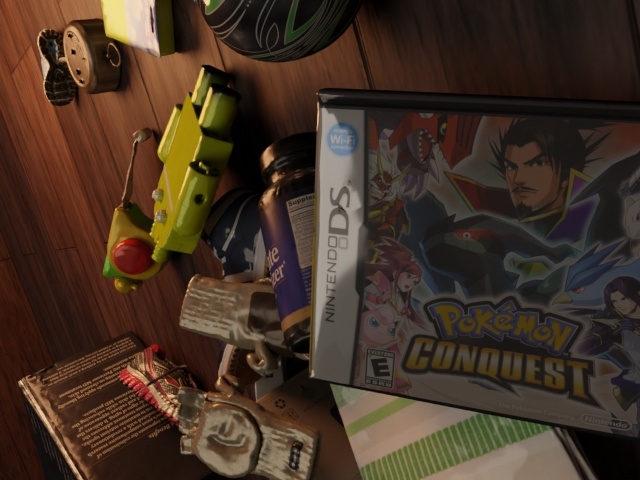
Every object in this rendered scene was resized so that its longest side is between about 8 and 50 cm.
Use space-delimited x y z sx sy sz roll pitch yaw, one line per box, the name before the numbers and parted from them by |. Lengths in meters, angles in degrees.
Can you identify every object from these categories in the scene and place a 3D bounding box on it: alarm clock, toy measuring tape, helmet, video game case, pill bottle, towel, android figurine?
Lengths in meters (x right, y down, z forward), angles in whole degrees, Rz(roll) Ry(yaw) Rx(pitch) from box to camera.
alarm clock | -0.409 -0.332 0.970 0.192 0.064 0.129 13 119 42
toy measuring tape | -0.323 -0.039 1.006 0.121 0.121 0.330 34 115 34
helmet | -0.037 -0.248 0.493 0.169 0.169 0.162 22 108 42
video game case | 0.127 0.017 0.412 0.274 0.035 0.248 7 108 15
pill bottle | 0.000 0.000 0.579 0.123 0.122 0.219 -43 55 51
towel | 0.131 0.221 0.506 0.248 0.038 0.325 -41 55 32
android figurine | -0.185 -0.097 0.743 0.273 0.056 0.248 -62 32 25

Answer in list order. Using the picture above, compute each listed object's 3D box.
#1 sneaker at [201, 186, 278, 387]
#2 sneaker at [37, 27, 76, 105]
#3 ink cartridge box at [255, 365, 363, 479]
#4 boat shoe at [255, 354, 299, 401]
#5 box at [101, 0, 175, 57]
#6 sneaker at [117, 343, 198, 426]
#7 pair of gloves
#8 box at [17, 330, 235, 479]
sneaker | -0.115 0.062 0.765 0.153 0.099 0.282 30 110 35
sneaker | -0.560 -0.368 1.141 0.073 0.063 0.162 46 137 50
ink cartridge box | 0.063 0.296 0.658 0.332 0.165 0.065 38 136 32
boat shoe | -0.069 0.172 0.832 0.065 0.083 0.184 -2 82 12
box | -0.278 -0.351 0.817 0.178 0.042 0.109 31 131 36
sneaker | -0.304 0.331 1.160 0.299 0.112 0.121 28 154 22
pair of gloves | -0.084 0.163 0.655 0.204 0.042 0.240 2 84 21
box | -0.466 0.577 1.319 0.471 0.297 0.480 38 134 33
